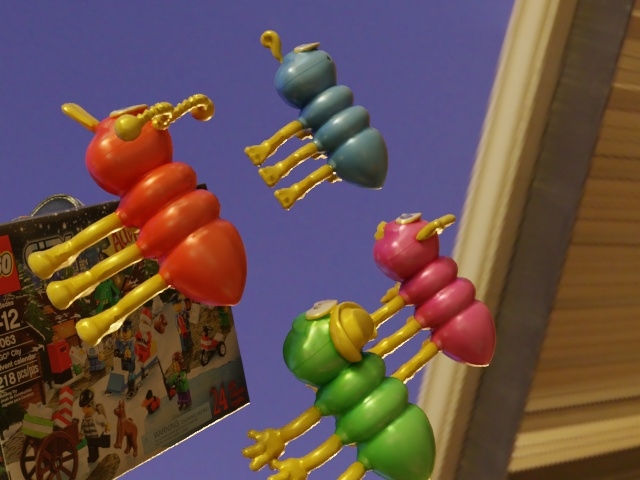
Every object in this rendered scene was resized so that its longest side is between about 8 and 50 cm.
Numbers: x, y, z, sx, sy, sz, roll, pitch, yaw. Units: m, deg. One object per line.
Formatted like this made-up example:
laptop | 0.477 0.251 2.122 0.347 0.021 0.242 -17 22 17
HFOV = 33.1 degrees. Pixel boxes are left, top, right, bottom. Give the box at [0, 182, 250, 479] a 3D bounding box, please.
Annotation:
box | -0.134 0.058 0.656 0.233 0.044 0.159 -20 -79 -61

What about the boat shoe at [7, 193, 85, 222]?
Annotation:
boat shoe | -0.218 0.003 0.849 0.065 0.183 0.083 3 -51 -2

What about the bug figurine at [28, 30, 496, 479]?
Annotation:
bug figurine | 0.000 0.000 0.513 0.216 0.072 0.279 54 -153 -3
